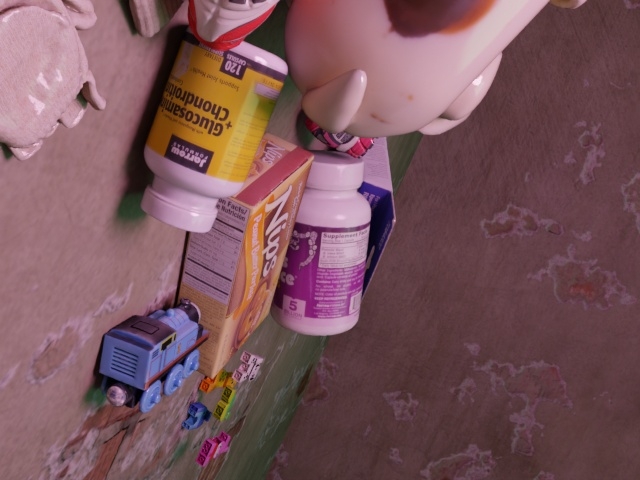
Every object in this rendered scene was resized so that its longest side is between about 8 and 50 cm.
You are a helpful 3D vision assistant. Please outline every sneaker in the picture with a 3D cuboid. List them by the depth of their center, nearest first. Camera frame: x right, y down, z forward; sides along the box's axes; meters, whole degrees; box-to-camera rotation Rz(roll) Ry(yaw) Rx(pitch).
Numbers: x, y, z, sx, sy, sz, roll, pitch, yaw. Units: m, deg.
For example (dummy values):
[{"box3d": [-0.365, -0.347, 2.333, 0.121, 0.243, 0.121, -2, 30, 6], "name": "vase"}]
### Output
[{"box3d": [-0.051, -0.286, 0.563, 0.118, 0.107, 0.279, -34, -150, 63], "name": "sneaker"}, {"box3d": [0.067, -0.291, 1.068, 0.121, 0.111, 0.300, 153, -45, -67], "name": "sneaker"}]

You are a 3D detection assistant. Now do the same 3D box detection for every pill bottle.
[{"box3d": [-0.110, -0.106, 0.632, 0.184, 0.103, 0.103, -67, 169, 12], "name": "pill bottle"}, {"box3d": [0.000, 0.000, 1.146, 0.169, 0.169, 0.302, -40, 137, -66], "name": "pill bottle"}]

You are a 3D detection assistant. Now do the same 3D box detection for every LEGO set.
[{"box3d": [-0.183, 0.299, 1.238, 0.093, 0.087, 0.227, 15, 101, -64], "name": "LEGO set"}]

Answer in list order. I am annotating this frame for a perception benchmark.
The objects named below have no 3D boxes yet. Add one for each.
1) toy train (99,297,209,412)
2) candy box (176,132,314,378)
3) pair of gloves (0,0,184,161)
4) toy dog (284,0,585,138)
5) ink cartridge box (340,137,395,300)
[{"box3d": [-0.204, 0.138, 0.817, 0.184, 0.080, 0.105, -37, 144, -68], "name": "toy train"}, {"box3d": [-0.117, 0.024, 0.935, 0.183, 0.087, 0.317, -50, 161, -53], "name": "candy box"}, {"box3d": [-0.155, -0.175, 0.427, 0.240, 0.042, 0.204, -58, 168, -27], "name": "pair of gloves"}, {"box3d": [0.138, -0.303, 0.593, 0.408, 0.285, 0.395, -41, 180, 43], "name": "toy dog"}, {"box3d": [0.065, -0.055, 1.323, 0.324, 0.071, 0.330, 108, -12, -46], "name": "ink cartridge box"}]
